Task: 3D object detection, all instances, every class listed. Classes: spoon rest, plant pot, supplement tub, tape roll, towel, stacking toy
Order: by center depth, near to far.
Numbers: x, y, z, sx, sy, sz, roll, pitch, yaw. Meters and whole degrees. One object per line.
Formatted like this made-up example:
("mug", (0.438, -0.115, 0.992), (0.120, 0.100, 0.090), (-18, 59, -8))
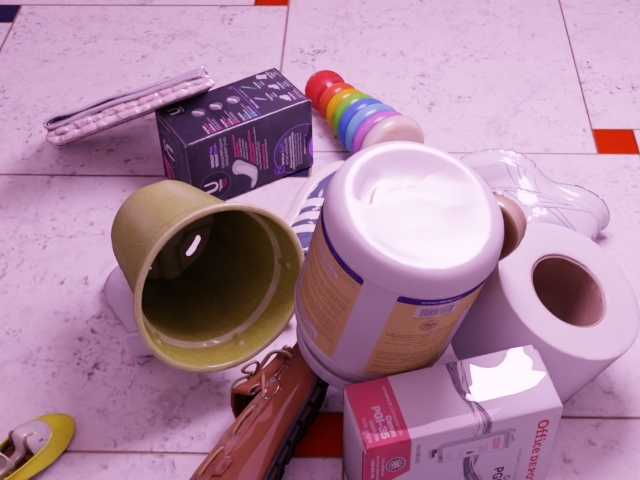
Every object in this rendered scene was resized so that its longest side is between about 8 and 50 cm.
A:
("supplement tub", (0.094, 0.051, 1.433), (0.241, 0.331, 0.241), (7, 54, -9))
("tape roll", (0.340, 0.118, 1.588), (0.246, 0.169, 0.246), (13, 51, -16))
("plant pot", (-0.203, 0.027, 1.618), (0.276, 0.276, 0.254), (-22, 32, -21))
("spoon rest", (-0.301, 0.112, 1.751), (0.137, 0.084, 0.276), (-6, 30, -6))
("towel", (-0.373, -0.261, 2.010), (0.332, 0.053, 0.317), (-21, 8, -8))
("stacking toy", (0.065, -0.251, 2.090), (0.141, 0.141, 0.330), (-22, 41, -21))

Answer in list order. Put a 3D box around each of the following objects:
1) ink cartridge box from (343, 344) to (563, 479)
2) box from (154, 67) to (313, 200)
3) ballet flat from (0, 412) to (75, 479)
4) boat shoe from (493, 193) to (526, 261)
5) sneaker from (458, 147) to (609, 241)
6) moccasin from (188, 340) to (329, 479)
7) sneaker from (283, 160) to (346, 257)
("ink cartridge box", (0.180, 0.275, 1.451), (0.283, 0.207, 0.117), (-11, 46, -9))
("box", (-0.164, -0.199, 2.002), (0.270, 0.165, 0.143), (-23, 46, -22))
("ballet flat", (-0.454, 0.320, 1.517), (0.077, 0.077, 0.231), (27, 50, 28))
("boat shoe", (0.204, -0.023, 1.565), (0.110, 0.121, 0.341), (-22, 7, -29))
("sneaker", (0.372, -0.069, 1.876), (0.297, 0.111, 0.129), (25, 57, 15))
("moccasin", (-0.084, 0.253, 1.550), (0.147, 0.139, 0.380), (22, 57, 12))
("sneaker", (0.000, 0.000, 1.826), (0.148, 0.131, 0.350), (27, 55, 18))
